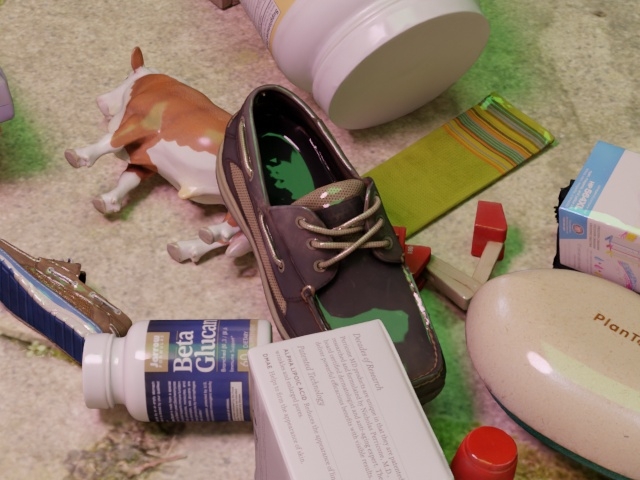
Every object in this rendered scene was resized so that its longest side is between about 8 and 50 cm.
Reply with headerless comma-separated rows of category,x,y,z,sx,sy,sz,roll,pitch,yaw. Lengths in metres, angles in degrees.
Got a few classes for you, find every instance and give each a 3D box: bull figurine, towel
bull figurine,-0.149,-0.091,1.514,0.310,0.101,0.188,26,54,25
towel,0.143,-0.086,1.562,0.237,0.021,0.102,-32,52,-28

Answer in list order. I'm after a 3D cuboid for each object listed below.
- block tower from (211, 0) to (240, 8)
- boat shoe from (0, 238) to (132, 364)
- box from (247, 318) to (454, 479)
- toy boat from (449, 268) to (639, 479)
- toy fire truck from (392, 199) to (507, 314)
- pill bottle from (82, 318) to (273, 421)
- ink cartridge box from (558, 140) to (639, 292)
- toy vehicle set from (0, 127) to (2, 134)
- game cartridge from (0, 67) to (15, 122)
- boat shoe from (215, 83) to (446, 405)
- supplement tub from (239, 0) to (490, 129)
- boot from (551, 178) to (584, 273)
block tower,-0.034,-0.409,1.843,0.335,0.097,0.091,-29,51,-28
boat shoe,-0.261,0.053,1.399,0.183,0.066,0.066,38,51,21
box,0.021,0.196,1.162,0.119,0.181,0.182,-12,45,-12
toy boat,0.203,0.159,1.246,0.267,0.148,0.318,35,47,25
toy fire truck,0.115,0.037,1.419,0.135,0.047,0.192,6,46,4
pill bottle,-0.129,0.119,1.303,0.170,0.094,0.094,-1,45,0
ink cartridge box,0.303,-0.012,1.305,0.143,0.092,0.090,22,61,24
toy vehicle set,-0.500,-0.126,1.566,0.267,0.035,0.166,-18,32,-18
game cartridge,-0.484,-0.180,1.562,0.230,0.068,0.355,-16,31,-21
boat shoe,0.000,0.000,1.316,0.132,0.130,0.355,-24,60,-19
supplement tub,0.020,-0.315,1.596,0.241,0.241,0.331,-22,69,-21
boot,0.332,0.036,1.385,0.207,0.094,0.246,3,42,2
